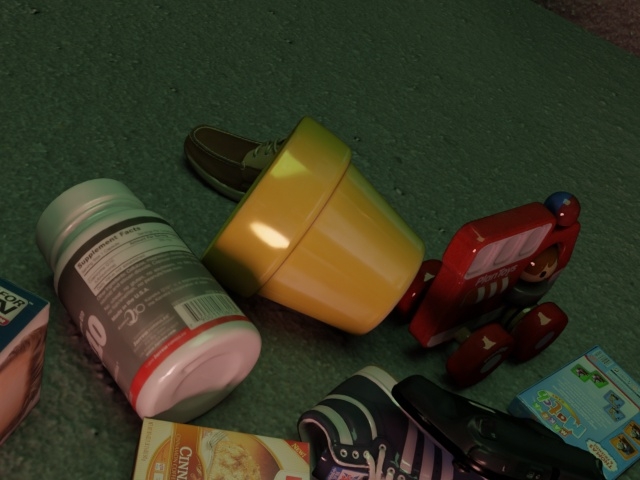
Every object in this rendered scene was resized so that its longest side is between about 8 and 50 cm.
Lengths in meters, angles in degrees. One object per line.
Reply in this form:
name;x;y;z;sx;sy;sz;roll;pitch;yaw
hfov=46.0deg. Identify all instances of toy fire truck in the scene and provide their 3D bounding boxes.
toy fire truck;0.260;0.048;1.064;0.302;0.253;0.169;-15;53;-36

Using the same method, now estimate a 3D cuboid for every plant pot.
plant pot;0.000;0.000;1.029;0.239;0.254;0.254;37;39;-8

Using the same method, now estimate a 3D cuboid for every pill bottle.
pill bottle;-0.213;0.066;0.901;0.161;0.161;0.283;-20;56;-39

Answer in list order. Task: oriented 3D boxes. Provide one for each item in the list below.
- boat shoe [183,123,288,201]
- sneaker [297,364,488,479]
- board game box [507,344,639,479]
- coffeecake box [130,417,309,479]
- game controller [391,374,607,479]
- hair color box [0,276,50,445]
boat shoe;-0.061;-0.114;1.202;0.325;0.116;0.123;25;40;3
sneaker;0.093;0.276;0.858;0.153;0.099;0.282;-21;53;-40
board game box;0.389;0.249;1.069;0.212;0.039;0.160;-17;53;-38
coffeecake box;-0.107;0.276;0.790;0.186;0.068;0.142;12;40;-13
game controller;0.217;0.237;0.876;0.319;0.067;0.166;28;-3;-41
hair color box;-0.389;0.193;0.670;0.105;0.173;0.347;26;40;3
